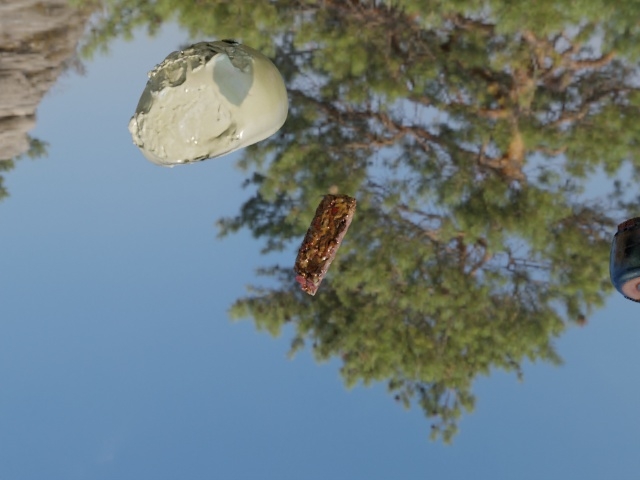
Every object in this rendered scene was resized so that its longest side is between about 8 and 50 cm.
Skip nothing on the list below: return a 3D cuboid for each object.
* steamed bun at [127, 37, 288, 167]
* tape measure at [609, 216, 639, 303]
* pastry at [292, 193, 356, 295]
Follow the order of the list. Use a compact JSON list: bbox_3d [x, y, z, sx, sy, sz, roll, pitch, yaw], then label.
[{"bbox_3d":[-0.242,-0.309,1.630,0.334,0.232,0.312,-15,-164,7],"label":"steamed bun"},{"bbox_3d":[0.598,0.034,1.260,0.202,0.135,0.223,24,155,-33],"label":"tape measure"},{"bbox_3d":[0.000,0.001,1.183,0.063,0.169,0.087,25,165,3],"label":"pastry"}]
